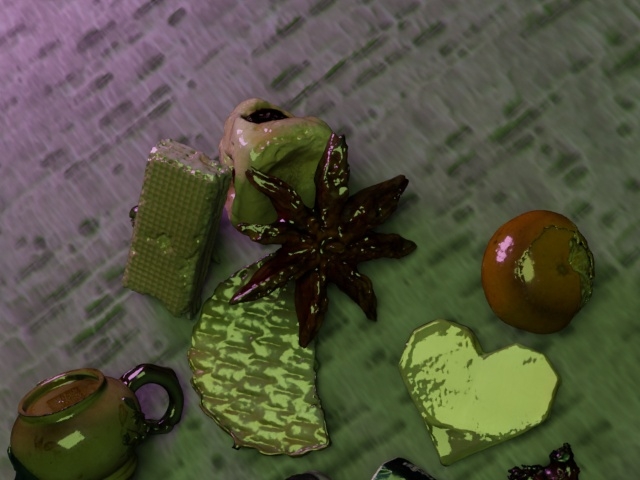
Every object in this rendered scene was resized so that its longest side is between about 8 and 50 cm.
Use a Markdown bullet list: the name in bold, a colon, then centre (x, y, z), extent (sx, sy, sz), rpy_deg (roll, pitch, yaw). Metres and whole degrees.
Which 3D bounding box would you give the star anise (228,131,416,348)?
- **star anise**: centre (-0.001, 0.000, 1.794), extent (0.288, 0.088, 0.288), rpy_deg (-4, 101, -20)

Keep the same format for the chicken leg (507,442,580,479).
- **chicken leg**: centre (0.272, 0.356, 1.718), extent (0.105, 0.063, 0.233), rpy_deg (10, 69, -1)

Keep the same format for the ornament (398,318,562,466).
- **ornament**: centre (0.192, 0.204, 1.786), extent (0.201, 0.059, 0.180), rpy_deg (19, 86, 12)

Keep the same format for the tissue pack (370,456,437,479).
- **tissue pack**: centre (0.137, 0.348, 1.743), extent (0.170, 0.103, 0.090), rpy_deg (31, 93, 16)

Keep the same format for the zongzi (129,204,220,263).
- **zongzi**: centre (-0.200, -0.006, 1.913), extent (0.104, 0.052, 0.113), rpy_deg (-19, 89, 15)

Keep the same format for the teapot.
- **teapot**: centre (-0.294, 0.267, 1.829), extent (0.269, 0.173, 0.182), rpy_deg (-26, 111, -20)

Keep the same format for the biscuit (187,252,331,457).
- **biscuit**: centre (-0.085, 0.156, 1.859), extent (0.187, 0.036, 0.273), rpy_deg (-6, 78, 9)

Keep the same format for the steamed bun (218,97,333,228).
- **steamed bun**: centre (-0.076, -0.114, 1.864), extent (0.141, 0.172, 0.155), rpy_deg (-9, 43, -29)

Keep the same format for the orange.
- **orange**: centre (0.273, 0.039, 1.772), extent (0.157, 0.134, 0.156), rpy_deg (-1, 92, -29)

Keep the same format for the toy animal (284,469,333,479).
- **toy animal**: centre (0.017, 0.393, 1.766), extent (0.121, 0.094, 0.225), rpy_deg (-39, 73, -8)

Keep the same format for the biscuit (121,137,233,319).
- **biscuit**: centre (-0.190, -0.011, 1.839), extent (0.108, 0.062, 0.239), rpy_deg (26, 124, 14)
